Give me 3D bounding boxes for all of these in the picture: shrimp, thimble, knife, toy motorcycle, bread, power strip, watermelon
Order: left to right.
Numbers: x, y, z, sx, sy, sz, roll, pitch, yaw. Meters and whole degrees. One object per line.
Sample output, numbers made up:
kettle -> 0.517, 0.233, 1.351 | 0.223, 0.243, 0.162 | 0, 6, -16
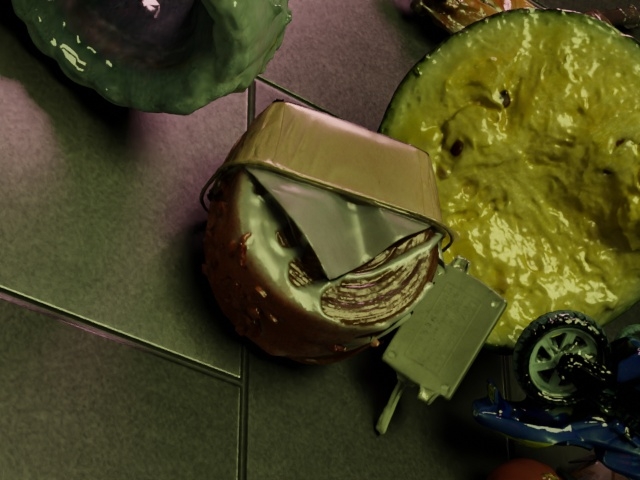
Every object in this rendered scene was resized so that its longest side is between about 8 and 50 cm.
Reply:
thimble -> -0.139, -0.228, 1.378 | 0.250, 0.205, 0.172 | 38, 44, -14
bread -> 0.000, 0.000, 1.428 | 0.224, 0.142, 0.212 | 18, 63, -18
power strip -> 0.101, 0.101, 1.476 | 0.075, 0.175, 0.042 | 32, -4, 10
shrimp -> 0.186, -0.258, 1.846 | 0.294, 0.062, 0.154 | 24, 40, -40
watermelon -> 0.202, -0.050, 1.593 | 0.330, 0.189, 0.331 | 0, 79, 1
knife -> 0.394, -0.287, 2.099 | 0.222, 0.021, 0.046 | -27, 85, -46
toy motorcycle -> 0.298, 0.175, 1.528 | 0.315, 0.169, 0.113 | 21, 12, -15

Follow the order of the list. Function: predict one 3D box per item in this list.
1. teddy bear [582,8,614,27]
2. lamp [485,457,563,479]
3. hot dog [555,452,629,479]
teddy bear -> 0.339, -0.198, 1.948 | 0.160, 0.078, 0.119 | 57, -5, -21
lamp -> 0.192, 0.251, 1.500 | 0.101, 0.090, 0.101 | 25, 51, -35
hot dog -> 0.327, 0.277, 1.632 | 0.270, 0.082, 0.163 | -16, 69, -41
